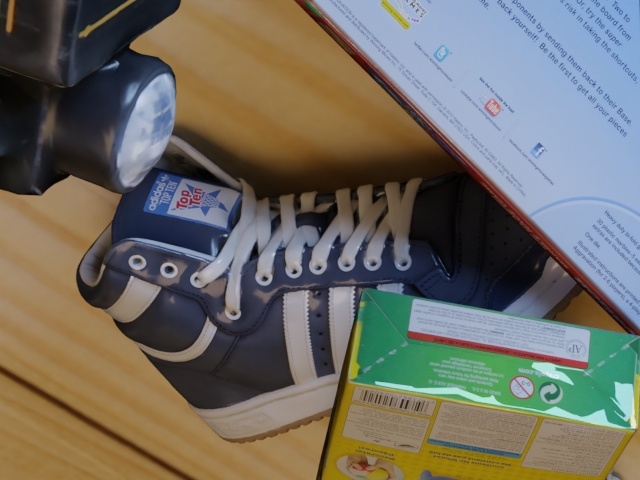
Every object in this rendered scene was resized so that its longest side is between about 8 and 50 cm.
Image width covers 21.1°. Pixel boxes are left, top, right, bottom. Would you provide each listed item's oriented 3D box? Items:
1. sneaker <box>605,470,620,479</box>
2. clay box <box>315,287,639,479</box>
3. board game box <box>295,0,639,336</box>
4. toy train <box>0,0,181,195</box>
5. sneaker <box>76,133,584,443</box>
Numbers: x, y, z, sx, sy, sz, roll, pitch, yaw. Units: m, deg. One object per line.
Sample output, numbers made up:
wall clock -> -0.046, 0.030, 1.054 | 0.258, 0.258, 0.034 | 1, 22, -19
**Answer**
sneaker -> 0.131, 0.129, 0.939 | 0.068, 0.071, 0.170 | -10, 125, 22
clay box -> 0.065, 0.105, 0.831 | 0.127, 0.053, 0.222 | 10, 151, -1
board game box -> 0.134, -0.062, 0.755 | 0.281, 0.027, 0.145 | 43, 88, -20
toy train -> -0.197, -0.135, 0.646 | 0.334, 0.142, 0.190 | 23, 121, 14
sneaker -> 0.000, 0.000, 0.848 | 0.282, 0.099, 0.153 | -27, 120, 35
